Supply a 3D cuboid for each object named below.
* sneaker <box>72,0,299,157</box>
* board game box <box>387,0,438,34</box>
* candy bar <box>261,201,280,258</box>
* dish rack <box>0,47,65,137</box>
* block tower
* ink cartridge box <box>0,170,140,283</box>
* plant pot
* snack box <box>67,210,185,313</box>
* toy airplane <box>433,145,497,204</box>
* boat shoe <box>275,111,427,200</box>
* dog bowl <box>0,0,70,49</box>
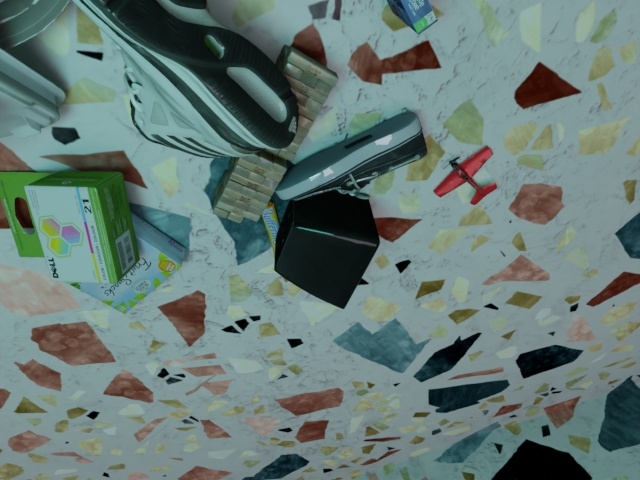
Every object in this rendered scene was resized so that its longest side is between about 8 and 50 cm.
[{"bbox_3d":[-0.258,-0.260,0.594,0.257,0.169,0.447,-9,141,39],"label":"sneaker"},{"bbox_3d":[0.089,-0.405,0.612,0.035,0.136,0.201,-32,128,16],"label":"board game box"},{"bbox_3d":[-0.105,-0.022,0.973,0.040,0.018,0.162,-13,131,1],"label":"candy bar"},{"bbox_3d":[-0.577,-0.186,0.607,0.332,0.073,0.285,-14,175,1],"label":"dish rack"},{"bbox_3d":[-0.094,-0.185,0.794,0.090,0.097,0.336,20,125,-24],"label":"block tower"},{"bbox_3d":[-0.490,-0.026,0.797,0.254,0.097,0.189,1,115,4],"label":"ink cartridge box"},{"bbox_3d":[0.000,0.000,0.904,0.166,0.188,0.188,16,124,-15],"label":"plant pot"},{"bbox_3d":[-0.431,0.046,0.939,0.207,0.070,0.174,-35,124,20],"label":"snack box"},{"bbox_3d":[0.327,-0.131,0.951,0.151,0.028,0.151,-4,131,-5],"label":"toy airplane"},{"bbox_3d":[0.062,-0.137,0.846,0.306,0.113,0.105,-28,119,-1],"label":"boat shoe"},{"bbox_3d":[-0.457,-0.379,0.464,0.348,0.102,0.349,-30,159,-13],"label":"dog bowl"}]
